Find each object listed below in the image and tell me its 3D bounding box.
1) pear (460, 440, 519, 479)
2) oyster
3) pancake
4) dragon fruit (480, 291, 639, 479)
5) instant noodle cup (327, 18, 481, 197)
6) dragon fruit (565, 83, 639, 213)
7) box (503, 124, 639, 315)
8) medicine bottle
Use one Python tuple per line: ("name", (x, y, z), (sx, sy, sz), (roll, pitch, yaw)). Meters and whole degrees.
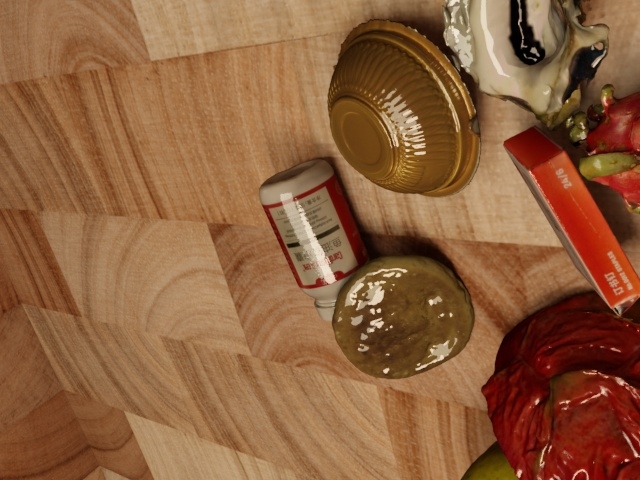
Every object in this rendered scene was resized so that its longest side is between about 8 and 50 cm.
("pear", (0.363, 0.417, 1.016), (0.375, 0.287, 0.287), (-20, 104, 37))
("oyster", (0.240, -0.267, 0.759), (0.238, 0.114, 0.351), (38, 154, 46))
("pancake", (0.134, 0.132, 1.110), (0.241, 0.050, 0.242), (0, 121, 0))
("dragon fruit", (0.380, 0.242, 0.904), (0.240, 0.330, 0.302), (35, 137, -14))
("instant noodle cup", (0.086, -0.157, 0.953), (0.274, 0.090, 0.274), (39, 149, 29))
("dragon fruit", (0.364, -0.106, 0.757), (0.172, 0.160, 0.166), (-12, 151, 43))
("box", (0.310, -0.026, 0.852), (0.050, 0.123, 0.229), (-32, 110, 13))
("medicine bottle", (0.000, 0.000, 1.152), (0.131, 0.131, 0.250), (-9, 111, 43))
